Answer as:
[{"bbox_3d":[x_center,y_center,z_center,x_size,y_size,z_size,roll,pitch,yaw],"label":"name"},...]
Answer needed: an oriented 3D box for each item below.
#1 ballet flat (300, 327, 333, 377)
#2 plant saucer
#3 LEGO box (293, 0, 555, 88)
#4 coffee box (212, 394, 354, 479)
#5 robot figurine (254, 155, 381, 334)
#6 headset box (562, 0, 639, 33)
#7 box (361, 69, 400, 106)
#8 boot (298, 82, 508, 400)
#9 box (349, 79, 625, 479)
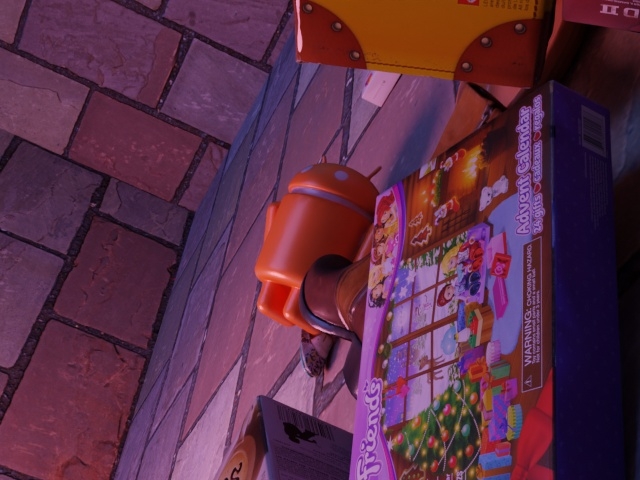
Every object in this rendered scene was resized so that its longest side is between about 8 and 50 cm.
[{"bbox_3d":[-0.005,0.122,1.124,0.041,0.041,0.114,-60,15,22],"label":"ballet flat"},{"bbox_3d":[0.195,-0.182,0.870,0.200,0.037,0.200,-59,16,28],"label":"plant saucer"},{"bbox_3d":[0.109,-0.422,0.646,0.372,0.193,0.500,-68,-18,-45],"label":"LEGO box"},{"bbox_3d":[-0.028,0.276,0.758,0.168,0.119,0.297,-62,13,10],"label":"coffee box"},{"bbox_3d":[-0.002,-0.001,1.119,0.219,0.128,0.158,-68,12,-12],"label":"robot figurine"},{"bbox_3d":[0.221,-0.274,0.538,0.293,0.110,0.218,57,-130,-66],"label":"headset box"},{"bbox_3d":[0.112,-0.311,1.417,0.145,0.038,0.186,-58,14,30],"label":"box"},{"bbox_3d":[0.077,-0.019,0.859,0.264,0.096,0.280,-109,39,-69],"label":"boot"},{"bbox_3d":[0.102,0.066,0.606,0.201,0.057,0.293,-34,42,51],"label":"box"}]
